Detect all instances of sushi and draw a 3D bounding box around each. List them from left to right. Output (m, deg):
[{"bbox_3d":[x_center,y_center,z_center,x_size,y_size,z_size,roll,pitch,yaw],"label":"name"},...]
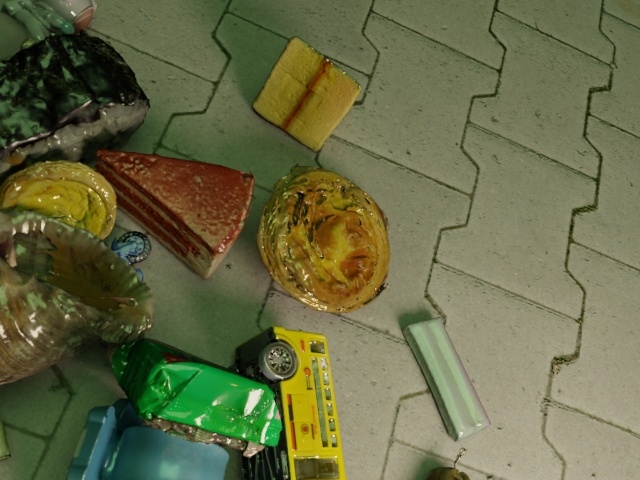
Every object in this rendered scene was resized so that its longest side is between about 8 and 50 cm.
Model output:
[{"bbox_3d":[-0.460,-0.206,1.162,0.350,0.211,0.171,-29,84,-18],"label":"sushi"}]

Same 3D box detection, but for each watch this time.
[{"bbox_3d":[-0.233,0.327,1.007,0.193,0.211,0.211,8,63,4],"label":"watch"}]

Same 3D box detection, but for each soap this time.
[{"bbox_3d":[-0.185,0.207,0.990,0.218,0.273,0.098,20,81,-19],"label":"soap"}]

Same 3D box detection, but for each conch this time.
[{"bbox_3d":[-0.425,0.090,1.007,0.352,0.210,0.297,26,31,-21],"label":"conch"}]

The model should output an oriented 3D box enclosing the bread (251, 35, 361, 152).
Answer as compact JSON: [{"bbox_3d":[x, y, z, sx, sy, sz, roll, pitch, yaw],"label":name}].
[{"bbox_3d":[0.006,-0.310,1.338,0.167,0.264,0.163,36,62,-7],"label":"bread"}]

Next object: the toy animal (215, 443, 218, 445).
[{"bbox_3d":[-0.161,0.304,1.134,0.050,0.028,0.084,12,64,-4],"label":"toy animal"}]

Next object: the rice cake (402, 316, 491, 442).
[{"bbox_3d":[0.229,0.244,1.289,0.080,0.042,0.222,-17,72,-23],"label":"rice cake"}]

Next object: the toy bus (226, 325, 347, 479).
[{"bbox_3d":[-0.050,0.309,1.101,0.152,0.144,0.330,10,61,-35],"label":"toy bus"}]

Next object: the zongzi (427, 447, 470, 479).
[{"bbox_3d":[0.240,0.473,1.188,0.178,0.081,0.189,46,44,-19],"label":"zongzi"}]

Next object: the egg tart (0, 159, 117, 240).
[{"bbox_3d":[-0.427,-0.054,1.146,0.191,0.191,0.074,-6,35,-21],"label":"egg tart"}]

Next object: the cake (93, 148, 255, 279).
[{"bbox_3d":[-0.252,-0.035,1.185,0.262,0.158,0.160,8,63,-13],"label":"cake"}]

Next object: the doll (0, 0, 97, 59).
[{"bbox_3d":[-0.516,-0.372,1.258,0.151,0.151,0.287,40,56,2],"label":"doll"}]

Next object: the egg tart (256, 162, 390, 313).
[{"bbox_3d":[0.000,0.000,1.282,0.297,0.132,0.297,15,62,-29],"label":"egg tart"}]

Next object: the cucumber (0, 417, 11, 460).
[{"bbox_3d":[-0.489,0.273,1.031,0.067,0.035,0.107,-18,68,-14],"label":"cucumber"}]

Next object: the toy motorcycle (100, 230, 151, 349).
[{"bbox_3d":[-0.341,0.076,1.150,0.114,0.076,0.205,9,69,-10],"label":"toy motorcycle"}]
